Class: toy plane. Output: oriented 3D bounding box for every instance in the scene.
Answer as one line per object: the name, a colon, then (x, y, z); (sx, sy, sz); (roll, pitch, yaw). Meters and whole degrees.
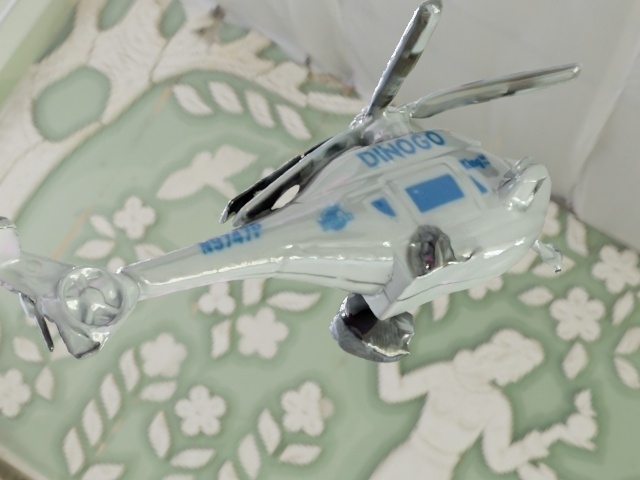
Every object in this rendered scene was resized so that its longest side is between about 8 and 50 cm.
toy plane: (0.004, -0.006, 0.430); (0.273, 0.182, 0.107); (-7, 59, -54)
